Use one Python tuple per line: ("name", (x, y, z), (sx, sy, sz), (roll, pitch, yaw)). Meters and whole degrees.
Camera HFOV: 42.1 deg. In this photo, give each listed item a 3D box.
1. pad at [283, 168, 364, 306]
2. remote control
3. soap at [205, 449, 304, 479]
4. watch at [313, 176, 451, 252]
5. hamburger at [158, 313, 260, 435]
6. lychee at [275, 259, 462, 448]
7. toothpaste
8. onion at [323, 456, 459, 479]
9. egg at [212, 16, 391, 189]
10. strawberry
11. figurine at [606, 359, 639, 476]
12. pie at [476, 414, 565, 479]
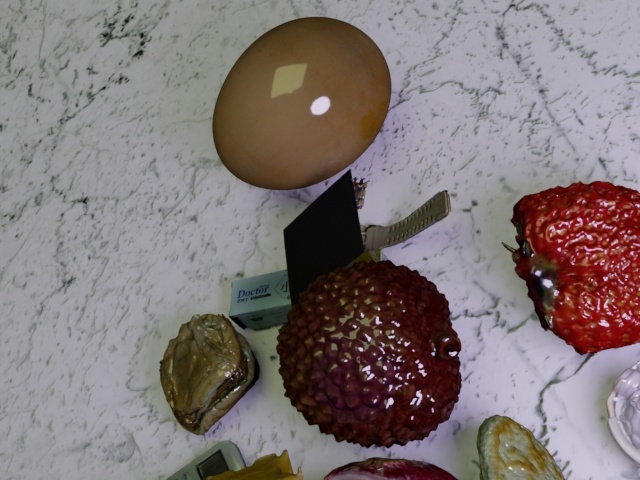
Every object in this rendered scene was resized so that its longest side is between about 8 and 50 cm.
("pad", (0.000, 0.000, 1.454), (0.243, 0.004, 0.163), (-40, 49, 48))
("remote control", (-0.263, 0.472, 1.489), (0.310, 0.038, 0.090), (-35, 54, 6))
("soap", (-0.132, 0.511, 1.191), (0.294, 0.156, 0.334), (-14, 93, -15))
("watch", (0.092, -0.047, 1.481), (0.268, 0.165, 0.102), (-33, 44, 56))
("hamburger", (-0.205, 0.247, 1.546), (0.206, 0.130, 0.183), (-50, 49, 18))
("lychee", (0.078, 0.178, 1.318), (0.330, 0.306, 0.305), (-17, 56, 34))
("toothpaste", (-0.020, 0.096, 1.553), (0.313, 0.071, 0.089), (-13, 55, 21))
("onion", (0.138, 0.417, 1.192), (0.206, 0.207, 0.216), (-10, 81, 39))
("egg", (-0.039, -0.259, 1.610), (0.374, 0.301, 0.301), (-43, 53, 2))
("strawberry", (0.423, 0.030, 1.252), (0.258, 0.261, 0.261), (-19, 57, 23))
("figurine", (0.499, 0.222, 1.168), (0.163, 0.141, 0.236), (28, 80, 25))
("pie", (0.290, 0.376, 1.176), (0.090, 0.201, 0.247), (-38, 42, 35))
